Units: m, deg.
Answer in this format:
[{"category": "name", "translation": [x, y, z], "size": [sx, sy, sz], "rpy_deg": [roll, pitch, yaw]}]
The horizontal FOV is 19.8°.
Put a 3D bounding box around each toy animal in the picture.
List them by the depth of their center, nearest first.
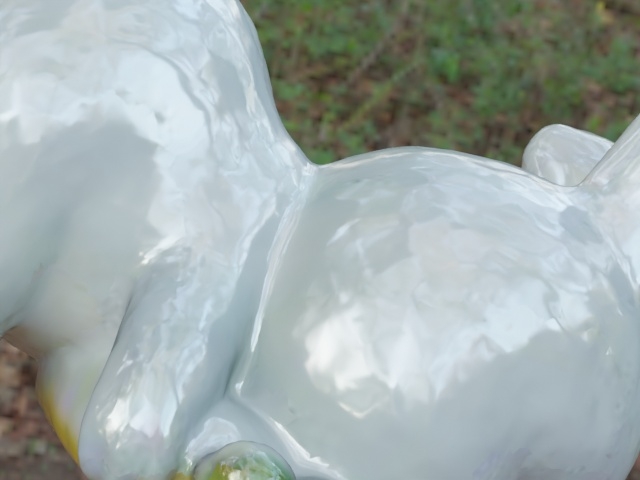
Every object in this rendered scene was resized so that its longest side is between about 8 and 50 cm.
[{"category": "toy animal", "translation": [-0.002, 0.007, 0.635], "size": [0.310, 0.247, 0.183], "rpy_deg": [20, -24, 0]}]
